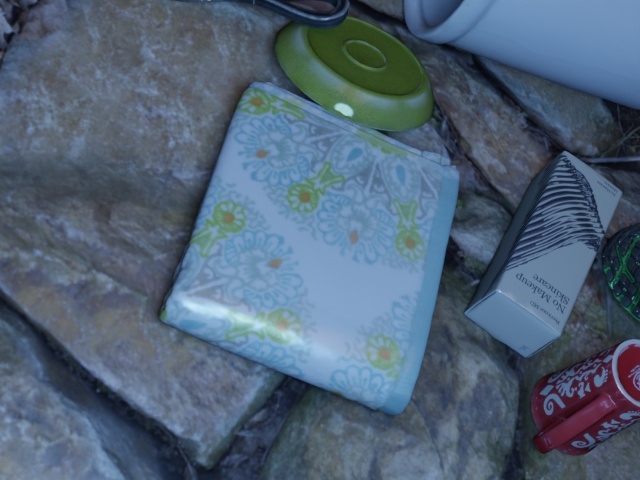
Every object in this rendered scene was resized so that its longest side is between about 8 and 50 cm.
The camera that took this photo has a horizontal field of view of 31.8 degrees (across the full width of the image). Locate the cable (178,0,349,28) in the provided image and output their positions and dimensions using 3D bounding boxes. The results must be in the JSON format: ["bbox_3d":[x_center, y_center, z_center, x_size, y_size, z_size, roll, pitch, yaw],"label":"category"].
[{"bbox_3d":[-0.105,-0.353,1.509,0.287,0.072,0.139,27,58,16],"label":"cable"}]

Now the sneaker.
[{"bbox_3d":[0.533,0.115,1.577,0.134,0.146,0.343,-44,71,-1],"label":"sneaker"}]

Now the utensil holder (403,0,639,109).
[{"bbox_3d":[0.364,-0.391,1.629,0.385,0.327,0.327,15,60,-19],"label":"utensil holder"}]

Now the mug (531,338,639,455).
[{"bbox_3d":[0.354,0.210,1.413,0.113,0.169,0.150,30,57,-9],"label":"mug"}]

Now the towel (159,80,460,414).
[{"bbox_3d":[0.000,0.000,1.413,0.320,0.090,0.374,22,58,-10],"label":"towel"}]

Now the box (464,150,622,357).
[{"bbox_3d":[0.308,0.016,1.534,0.113,0.094,0.275,34,56,-5],"label":"box"}]

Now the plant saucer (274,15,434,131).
[{"bbox_3d":[0.055,-0.241,1.534,0.241,0.037,0.241,18,38,-15],"label":"plant saucer"}]
